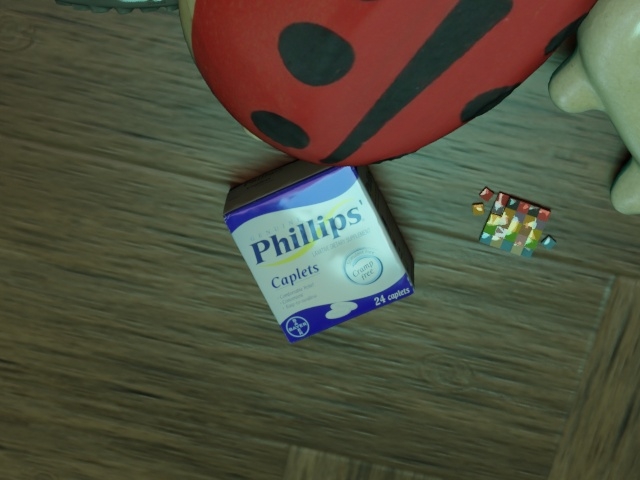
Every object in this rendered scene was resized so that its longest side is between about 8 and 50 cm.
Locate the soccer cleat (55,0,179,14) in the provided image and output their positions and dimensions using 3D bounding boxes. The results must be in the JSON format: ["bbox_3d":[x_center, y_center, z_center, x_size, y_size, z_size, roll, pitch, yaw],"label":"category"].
[{"bbox_3d":[-0.213,-0.253,1.044,0.318,0.109,0.116,7,116,5],"label":"soccer cleat"}]

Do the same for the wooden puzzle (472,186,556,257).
[{"bbox_3d":[0.172,-0.013,1.171,0.083,0.006,0.049,19,113,-4],"label":"wooden puzzle"}]

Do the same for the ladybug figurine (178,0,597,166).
[{"bbox_3d":[0.070,-0.194,0.935,0.305,0.162,0.449,8,143,-30],"label":"ladybug figurine"}]

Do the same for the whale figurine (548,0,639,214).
[{"bbox_3d":[0.290,-0.139,1.059,0.216,0.141,0.272,-4,137,6],"label":"whale figurine"}]

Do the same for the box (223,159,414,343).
[{"bbox_3d":[0.000,0.000,1.154,0.126,0.072,0.137,-23,109,13],"label":"box"}]
